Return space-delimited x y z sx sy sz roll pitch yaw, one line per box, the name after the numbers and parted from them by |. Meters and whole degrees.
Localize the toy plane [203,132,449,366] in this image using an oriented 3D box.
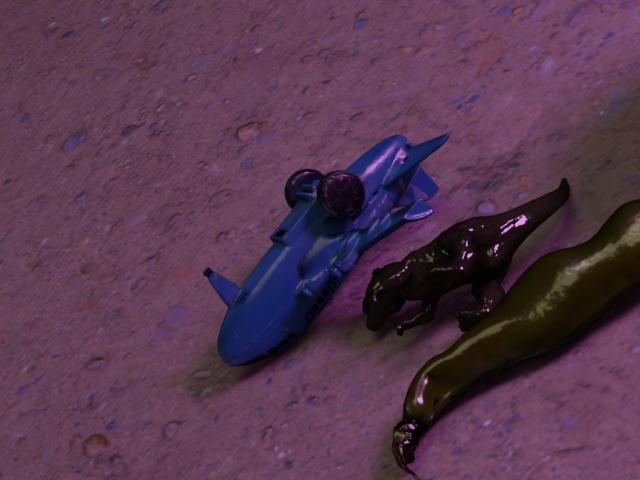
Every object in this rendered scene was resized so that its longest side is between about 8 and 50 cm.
0.000 0.000 1.516 0.271 0.105 0.254 -42 16 -15 | toy plane

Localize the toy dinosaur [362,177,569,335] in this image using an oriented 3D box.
0.111 -0.003 1.444 0.187 0.087 0.179 -12 39 26 | toy dinosaur

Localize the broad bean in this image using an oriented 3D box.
0.172 0.068 1.334 0.318 0.056 0.098 -45 41 -9 | broad bean
